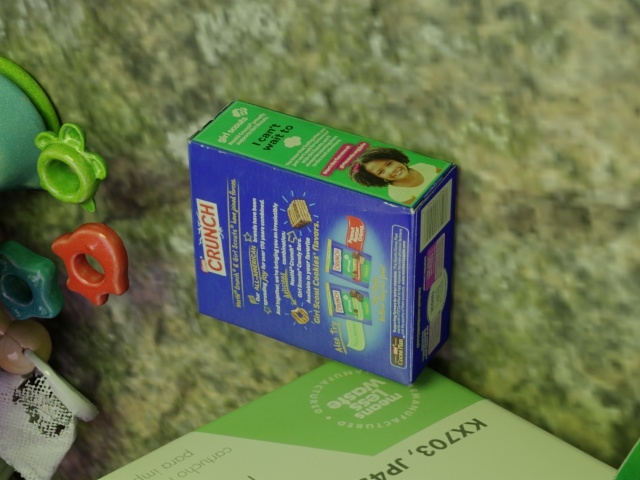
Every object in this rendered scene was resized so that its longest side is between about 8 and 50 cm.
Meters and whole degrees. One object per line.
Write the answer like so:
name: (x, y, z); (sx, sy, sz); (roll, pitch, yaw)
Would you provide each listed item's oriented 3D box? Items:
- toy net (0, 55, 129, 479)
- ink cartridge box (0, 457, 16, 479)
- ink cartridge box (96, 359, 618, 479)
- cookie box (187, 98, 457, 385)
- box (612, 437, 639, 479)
toy net: (-0.132, 0.026, 0.817); (0.122, 0.045, 0.232); (16, 129, 24)
ink cartridge box: (-0.300, 0.293, 0.902); (0.071, 0.324, 0.330); (31, 128, -1)
ink cartridge box: (0.072, 0.182, 0.600); (0.353, 0.207, 0.119); (26, 129, 40)
cookie box: (0.000, 0.000, 0.704); (0.107, 0.040, 0.092); (18, 129, 24)
box: (0.184, 0.094, 0.511); (0.179, 0.105, 0.043); (33, 140, 12)
